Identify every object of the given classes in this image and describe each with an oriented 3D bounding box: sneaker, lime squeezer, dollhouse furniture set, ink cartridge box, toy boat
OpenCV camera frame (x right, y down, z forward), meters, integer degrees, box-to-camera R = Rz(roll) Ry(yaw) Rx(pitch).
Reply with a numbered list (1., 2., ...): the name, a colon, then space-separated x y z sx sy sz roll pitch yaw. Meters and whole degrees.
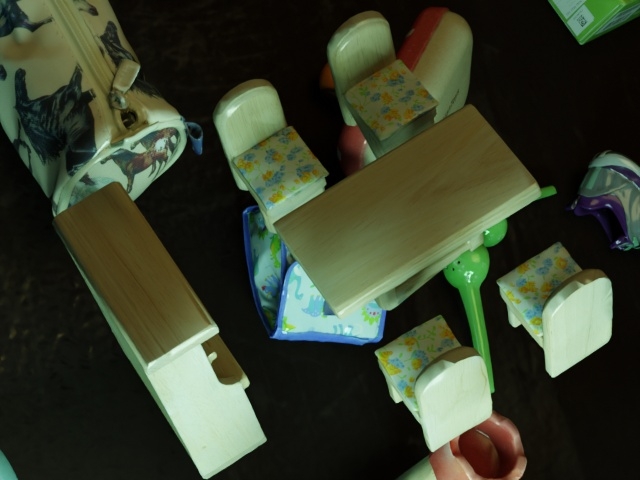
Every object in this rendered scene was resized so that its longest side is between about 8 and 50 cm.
1. sneaker: 0.392 -0.005 2.053 0.223 0.083 0.098 36 70 -2
2. lime squeezer: 0.193 0.015 1.914 0.110 0.059 0.310 32 49 -11
3. dollhouse furniture set: 0.000 0.000 1.541 0.394 0.256 0.362 -32 61 -8
4. ink cartridge box: 0.340 -0.402 2.236 0.188 0.097 0.255 -28 80 -40
5. toy boat: 0.069 -0.161 1.912 0.151 0.151 0.231 16 47 15

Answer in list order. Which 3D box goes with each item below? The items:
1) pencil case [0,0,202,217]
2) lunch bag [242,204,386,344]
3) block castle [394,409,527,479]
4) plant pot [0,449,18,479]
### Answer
1. pencil case: -0.279 -0.220 1.681 0.160 0.183 0.410 -22 74 -39
2. lunch bag: -0.001 0.030 1.763 0.128 0.096 0.151 4 71 -29
3. block castle: 0.188 0.399 1.569 0.453 0.213 0.303 51 49 6
4. plant pot: -0.345 0.230 1.352 0.290 0.195 0.290 15 56 -23
